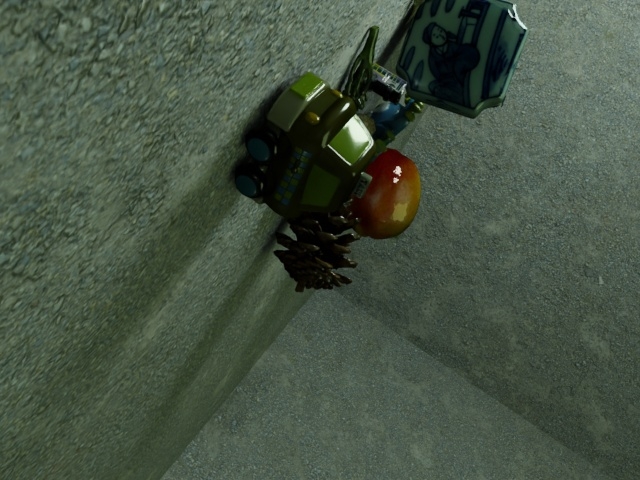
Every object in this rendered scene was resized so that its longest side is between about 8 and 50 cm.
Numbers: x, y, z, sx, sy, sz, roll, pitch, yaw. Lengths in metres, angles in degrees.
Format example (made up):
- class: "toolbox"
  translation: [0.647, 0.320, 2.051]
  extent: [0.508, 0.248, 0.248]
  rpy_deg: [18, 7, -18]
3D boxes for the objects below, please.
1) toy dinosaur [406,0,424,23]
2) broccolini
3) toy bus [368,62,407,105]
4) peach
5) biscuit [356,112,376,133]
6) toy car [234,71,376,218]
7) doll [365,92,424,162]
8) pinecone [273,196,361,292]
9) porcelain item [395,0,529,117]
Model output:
- class: "toy dinosaur"
  translation: [0.229, -0.560, 1.548]
  extent: [0.041, 0.026, 0.113]
  rpy_deg: [-88, -161, -69]
- class: "broccolini"
  translation: [0.091, -0.351, 1.398]
  extent: [0.091, 0.068, 0.202]
  rpy_deg: [-26, 155, -38]
- class: "toy bus"
  translation: [0.157, -0.378, 1.597]
  extent: [0.058, 0.102, 0.052]
  rpy_deg: [-56, 175, -29]
- class: "peach"
  translation: [0.220, -0.172, 2.375]
  extent: [0.308, 0.308, 0.332]
  rpy_deg: [-41, 148, -68]
- class: "biscuit"
  translation: [0.092, -0.288, 1.686]
  extent: [0.168, 0.082, 0.070]
  rpy_deg: [-38, 125, -73]
- class: "toy car"
  translation: [-0.008, -0.134, 1.115]
  extent: [0.204, 0.198, 0.248]
  rpy_deg: [-52, 173, -42]
- class: "doll"
  translation: [0.146, -0.296, 1.853]
  extent: [0.346, 0.099, 0.341]
  rpy_deg: [-40, -169, 35]
- class: "pinecone"
  translation: [0.000, 0.000, 1.770]
  extent: [0.244, 0.244, 0.309]
  rpy_deg: [87, 24, -80]
- class: "porcelain item"
  translation: [0.345, -0.461, 1.626]
  extent: [0.157, 0.286, 0.281]
  rpy_deg: [-13, 124, -79]
